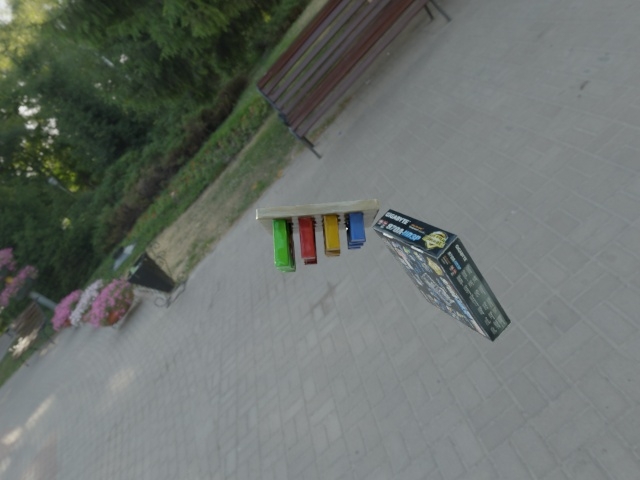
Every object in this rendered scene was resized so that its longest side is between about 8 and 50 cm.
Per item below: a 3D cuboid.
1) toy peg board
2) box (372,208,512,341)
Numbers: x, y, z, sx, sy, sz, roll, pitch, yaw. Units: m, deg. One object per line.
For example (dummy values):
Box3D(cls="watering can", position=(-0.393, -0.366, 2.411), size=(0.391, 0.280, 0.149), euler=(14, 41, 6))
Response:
Box3D(cls="toy peg board", position=(0.000, 0.000, 0.743), size=(0.161, 0.161, 0.079), euler=(82, -176, -83))
Box3D(cls="box", position=(0.201, 0.056, 0.865), size=(0.051, 0.220, 0.175), euler=(-45, 31, -8))
